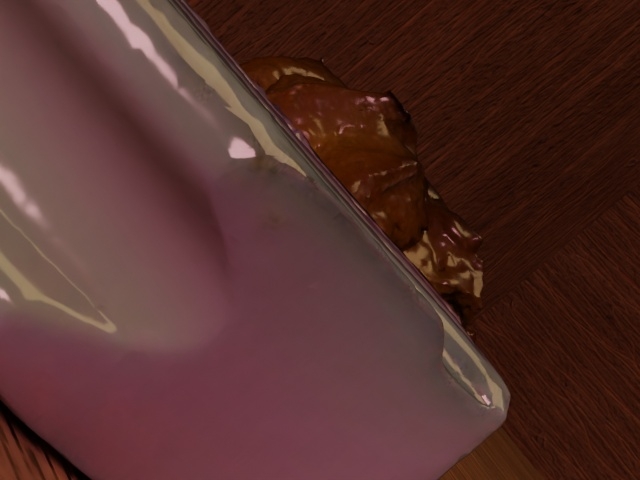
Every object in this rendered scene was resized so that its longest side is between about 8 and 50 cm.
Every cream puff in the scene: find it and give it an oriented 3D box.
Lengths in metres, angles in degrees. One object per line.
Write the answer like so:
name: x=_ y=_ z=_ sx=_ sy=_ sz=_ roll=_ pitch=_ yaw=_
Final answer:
cream puff: x=0.000 y=0.000 z=0.840 sx=0.241 sy=0.155 sz=0.269 roll=55 pitch=-4 yaw=-4

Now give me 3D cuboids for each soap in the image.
soap: x=-0.083 y=-0.044 z=0.423 sx=0.324 sy=0.109 sz=0.193 roll=50 pitch=2 yaw=-8
